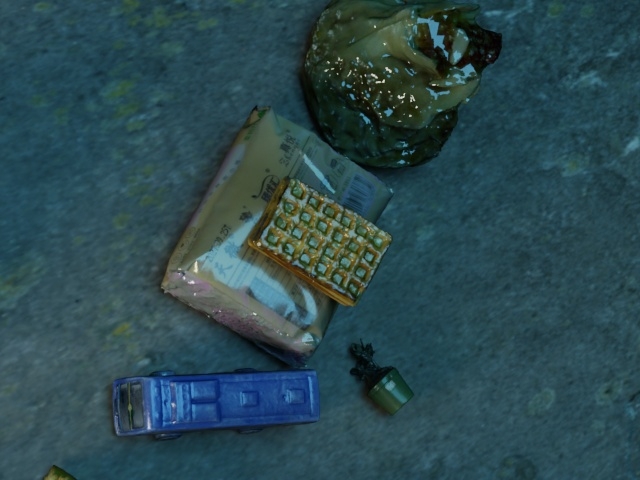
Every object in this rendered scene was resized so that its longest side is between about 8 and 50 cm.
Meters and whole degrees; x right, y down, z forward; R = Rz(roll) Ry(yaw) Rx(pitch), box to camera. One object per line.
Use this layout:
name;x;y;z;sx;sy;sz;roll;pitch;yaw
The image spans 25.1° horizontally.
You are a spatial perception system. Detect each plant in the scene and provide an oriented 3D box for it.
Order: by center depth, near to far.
plant;0.069;0.170;1.804;0.051;0.051;0.102;-37;81;-32

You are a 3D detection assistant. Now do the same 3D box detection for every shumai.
shumai;0.107;-0.232;1.856;0.189;0.218;0.256;-8;79;-40

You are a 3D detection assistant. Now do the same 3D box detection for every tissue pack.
tissue pack;-0.047;-0.006;1.749;0.215;0.123;0.256;32;61;-12

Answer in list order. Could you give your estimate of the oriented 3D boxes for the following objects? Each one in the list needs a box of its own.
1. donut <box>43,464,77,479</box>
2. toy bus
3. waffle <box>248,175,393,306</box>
donut;-0.277;0.392;1.505;0.151;0.112;0.295;34;63;-13
toy bus;-0.117;0.183;1.667;0.236;0.094;0.079;0;75;-29
waffle;0.000;0.000;1.675;0.148;0.042;0.102;32;71;-12
